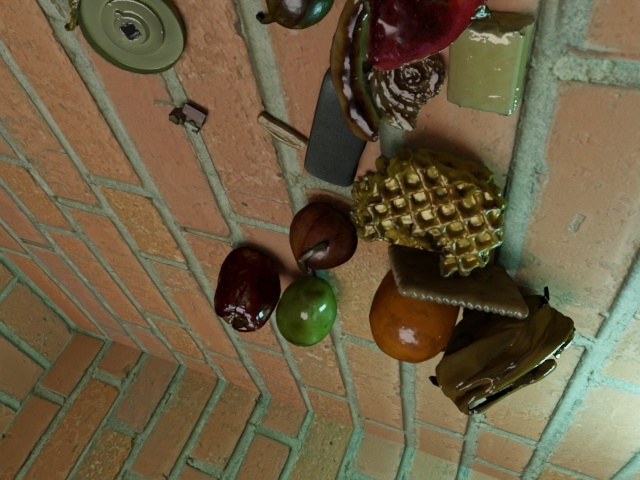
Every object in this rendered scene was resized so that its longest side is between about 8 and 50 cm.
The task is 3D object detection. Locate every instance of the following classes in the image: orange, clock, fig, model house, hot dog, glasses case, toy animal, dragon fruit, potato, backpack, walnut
[{"bbox_3d":[0.254,0.188,1.528,0.226,0.284,0.284,22,149,-2],"label":"orange"},{"bbox_3d":[-0.413,-0.464,1.234,0.235,0.029,0.235,4,142,3],"label":"clock"},{"bbox_3d":[-0.070,-0.433,1.027,0.124,0.124,0.236,44,156,-26],"label":"fig"},{"bbox_3d":[-0.336,-0.317,1.432,0.083,0.057,0.058,31,153,-4],"label":"model house"},{"bbox_3d":[0.000,0.000,1.520,0.205,0.205,0.205,19,148,12],"label":"fig"},{"bbox_3d":[-0.095,-0.262,1.363,0.137,0.028,0.044,28,123,-8],"label":"hot dog"},{"bbox_3d":[0.046,-0.244,1.243,0.131,0.074,0.323,24,148,4],"label":"glasses case"},{"bbox_3d":[-0.499,-0.502,1.267,0.181,0.073,0.136,33,145,-12],"label":"toy animal"},{"bbox_3d":[0.177,-0.393,0.875,0.211,0.134,0.262,10,111,1],"label":"dragon fruit"},{"bbox_3d":[-0.045,0.239,1.891,0.216,0.216,0.304,28,141,-3],"label":"potato"},{"bbox_3d":[0.469,0.272,1.471,0.378,0.353,0.201,-41,88,24],"label":"backpack"},{"bbox_3d":[-0.260,0.171,1.890,0.221,0.269,0.244,39,143,-24],"label":"walnut"}]

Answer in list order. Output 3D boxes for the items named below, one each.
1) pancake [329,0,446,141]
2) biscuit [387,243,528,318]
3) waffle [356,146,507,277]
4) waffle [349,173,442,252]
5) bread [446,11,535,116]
[{"bbox_3d":[0.097,-0.304,1.052,0.257,0.056,0.212,38,116,-12],"label":"pancake"},{"bbox_3d":[0.328,0.091,1.358,0.324,0.217,0.044,12,116,-7],"label":"biscuit"},{"bbox_3d":[0.250,-0.063,1.237,0.324,0.151,0.261,22,133,-6],"label":"waffle"},{"bbox_3d":[0.198,-0.061,1.415,0.280,0.060,0.262,24,149,4],"label":"waffle"},{"bbox_3d":[0.290,-0.308,0.986,0.139,0.060,0.178,13,146,21],"label":"bread"}]
